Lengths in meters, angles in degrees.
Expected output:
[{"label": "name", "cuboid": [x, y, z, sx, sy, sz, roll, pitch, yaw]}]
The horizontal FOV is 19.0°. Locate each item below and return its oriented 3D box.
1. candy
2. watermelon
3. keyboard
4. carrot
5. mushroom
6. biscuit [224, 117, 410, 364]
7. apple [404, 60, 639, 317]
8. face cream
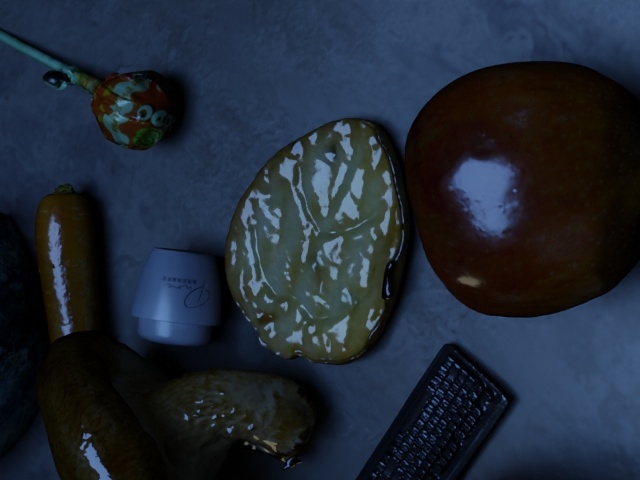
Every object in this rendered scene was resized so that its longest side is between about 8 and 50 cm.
[{"label": "candy", "cuboid": [-0.260, -0.177, 2.009, 0.288, 0.078, 0.084, 30, 114, 35]}, {"label": "watermelon", "cuboid": [-0.391, 0.103, 2.104, 0.226, 0.148, 0.318, 18, 120, 49]}, {"label": "keyboard", "cuboid": [0.095, 0.211, 1.836, 0.094, 0.025, 0.230, 42, 116, 25]}, {"label": "carrot", "cuboid": [-0.264, 0.052, 2.028, 0.067, 0.067, 0.225, -5, 94, 34]}, {"label": "mushroom", "cuboid": [-0.172, 0.188, 1.899, 0.267, 0.254, 0.267, 35, 149, 25]}, {"label": "biscuit", "cuboid": [0.004, 0.000, 1.866, 0.203, 0.041, 0.260, 33, 111, 29]}, {"label": "apple", "cuboid": [0.185, -0.047, 1.643, 0.230, 0.230, 0.230, 4, 97, 33]}, {"label": "face cream", "cuboid": [-0.144, 0.057, 1.937, 0.091, 0.091, 0.095, 7, 91, 32]}]
